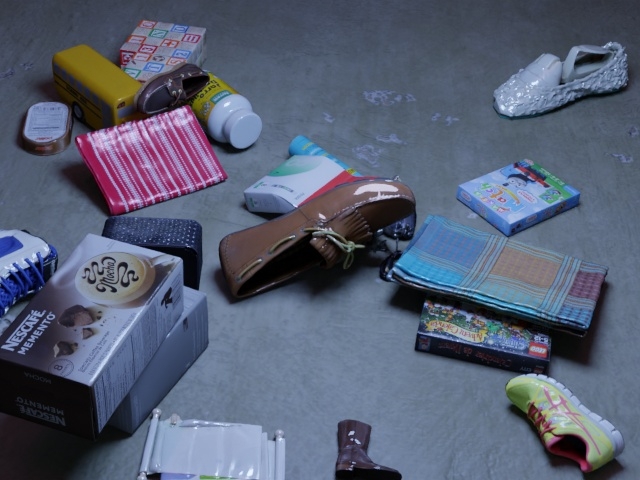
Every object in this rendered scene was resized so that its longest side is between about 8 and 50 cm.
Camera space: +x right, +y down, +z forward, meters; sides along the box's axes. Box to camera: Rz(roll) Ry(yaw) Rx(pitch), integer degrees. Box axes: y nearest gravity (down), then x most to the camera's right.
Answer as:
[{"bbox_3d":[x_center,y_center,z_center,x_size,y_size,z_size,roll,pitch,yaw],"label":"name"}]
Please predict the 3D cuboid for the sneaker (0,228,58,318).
[{"bbox_3d":[-0.559,0.066,1.740,0.182,0.127,0.315,-3,37,-6],"label":"sneaker"}]

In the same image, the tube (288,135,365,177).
[{"bbox_3d":[0.020,-0.156,2.148,0.207,0.052,0.080,37,58,26],"label":"tube"}]

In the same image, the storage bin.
[{"bbox_3d":[-0.310,0.031,1.812,0.180,0.122,0.084,3,38,-2],"label":"storage bin"}]

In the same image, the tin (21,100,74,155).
[{"bbox_3d":[-0.613,-0.256,2.219,0.106,0.040,0.189,-5,39,-5],"label":"tin"}]

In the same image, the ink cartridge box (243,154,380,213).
[{"bbox_3d":[-0.018,-0.115,2.021,0.225,0.056,0.181,2,30,40],"label":"ink cartridge box"}]

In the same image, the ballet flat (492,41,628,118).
[{"bbox_3d":[0.599,-0.416,2.463,0.409,0.147,0.147,-18,43,-25],"label":"ballet flat"}]

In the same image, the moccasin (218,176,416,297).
[{"bbox_3d":[0.000,-0.002,1.821,0.380,0.139,0.147,-19,55,-4],"label":"moccasin"}]

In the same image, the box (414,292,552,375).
[{"bbox_3d":[0.298,0.153,1.779,0.233,0.044,0.159,11,38,9],"label":"box"}]

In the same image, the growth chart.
[{"bbox_3d":[-0.164,0.338,1.518,0.237,0.021,0.172,8,39,4],"label":"growth chart"}]

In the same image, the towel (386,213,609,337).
[{"bbox_3d":[0.338,0.056,1.853,0.370,0.040,0.271,16,30,17],"label":"towel"}]

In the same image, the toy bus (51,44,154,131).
[{"bbox_3d":[-0.471,-0.314,2.227,0.108,0.130,0.333,-27,48,-33],"label":"toy bus"}]

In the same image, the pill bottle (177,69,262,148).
[{"bbox_3d":[-0.227,-0.293,2.235,0.117,0.117,0.208,-23,46,-31],"label":"pill bottle"}]

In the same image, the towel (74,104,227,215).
[{"bbox_3d":[-0.355,-0.172,2.074,0.275,0.031,0.199,-21,74,-27],"label":"towel"}]

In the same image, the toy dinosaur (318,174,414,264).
[{"bbox_3d":[0.103,-0.018,1.937,0.118,0.064,0.268,21,56,40],"label":"toy dinosaur"}]

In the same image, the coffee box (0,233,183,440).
[{"bbox_3d":[-0.342,0.136,1.478,0.168,0.119,0.297,15,40,13],"label":"coffee box"}]

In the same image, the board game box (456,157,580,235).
[{"bbox_3d":[0.423,-0.096,2.112,0.211,0.039,0.160,-23,46,-29],"label":"board game box"}]

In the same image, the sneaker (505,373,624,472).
[{"bbox_3d":[0.376,0.292,1.582,0.208,0.081,0.094,33,48,30],"label":"sneaker"}]

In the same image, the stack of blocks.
[{"bbox_3d":[-0.400,-0.426,2.412,0.171,0.087,0.297,9,38,6],"label":"stack of blocks"}]

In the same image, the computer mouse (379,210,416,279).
[{"bbox_3d":[0.153,-0.008,1.973,0.071,0.041,0.242,8,39,4],"label":"computer mouse"}]

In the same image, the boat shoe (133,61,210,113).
[{"bbox_3d":[-0.319,-0.327,2.138,0.073,0.073,0.207,28,45,17],"label":"boat shoe"}]

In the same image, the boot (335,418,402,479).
[{"bbox_3d":[0.076,0.327,1.548,0.106,0.037,0.114,8,34,1],"label":"boot"}]

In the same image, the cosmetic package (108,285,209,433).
[{"bbox_3d":[-0.285,0.184,1.618,0.107,0.127,0.238,17,42,16],"label":"cosmetic package"}]
